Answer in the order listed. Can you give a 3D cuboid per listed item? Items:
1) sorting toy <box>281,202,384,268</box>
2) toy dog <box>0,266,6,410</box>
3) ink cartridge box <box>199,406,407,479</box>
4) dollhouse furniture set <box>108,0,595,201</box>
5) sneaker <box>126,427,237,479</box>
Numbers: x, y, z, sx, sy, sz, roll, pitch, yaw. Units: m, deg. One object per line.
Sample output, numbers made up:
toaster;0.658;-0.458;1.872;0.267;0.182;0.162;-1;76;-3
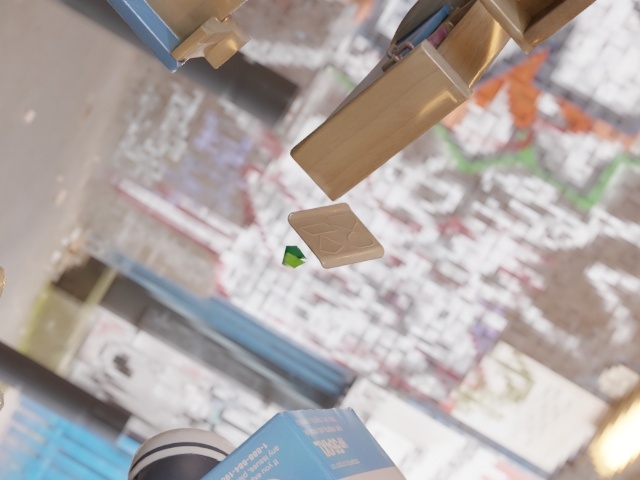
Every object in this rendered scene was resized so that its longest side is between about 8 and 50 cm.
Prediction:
sorting toy;0.000;0.000;1.278;0.083;0.062;0.012;-12;137;-29
toy dog;-0.373;0.096;1.309;0.333;0.220;0.161;109;0;-56
ink cartridge box;0.010;0.139;0.552;0.092;0.143;0.090;-41;165;7
dollhouse furniture set;0.018;-0.237;1.123;0.286;0.303;0.198;-37;-170;38
sneaker;-0.044;0.287;1.165;0.126;0.321;0.127;-25;-152;15
